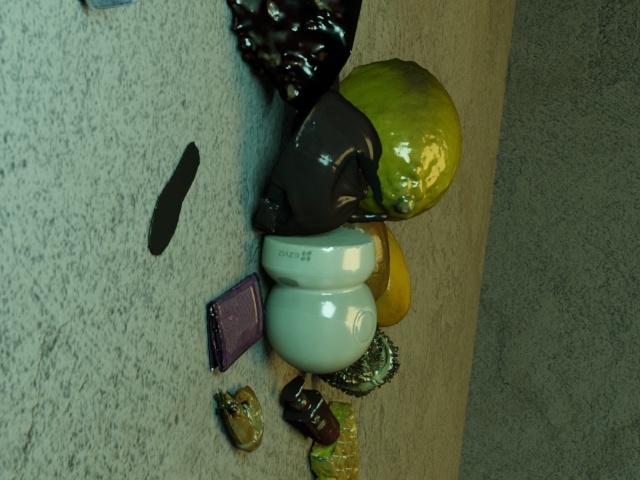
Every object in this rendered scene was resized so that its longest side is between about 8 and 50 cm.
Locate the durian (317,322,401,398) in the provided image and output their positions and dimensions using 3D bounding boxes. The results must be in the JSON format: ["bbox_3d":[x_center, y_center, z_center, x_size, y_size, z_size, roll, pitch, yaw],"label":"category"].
[{"bbox_3d":[0.058,0.195,1.917,0.196,0.167,0.196,-17,90,-88],"label":"durian"}]

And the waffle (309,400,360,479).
[{"bbox_3d":[0.035,0.454,2.038,0.160,0.055,0.210,-63,151,-51],"label":"waffle"}]

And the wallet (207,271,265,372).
[{"bbox_3d":[-0.125,0.122,1.547,0.166,0.030,0.111,-39,130,-65],"label":"wallet"}]

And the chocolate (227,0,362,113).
[{"bbox_3d":[-0.066,-0.334,1.536,0.177,0.206,0.224,25,61,-23],"label":"chocolate"}]

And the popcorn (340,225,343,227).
[{"bbox_3d":[0.000,0.000,1.852,0.084,0.084,0.084,3,90,-71],"label":"popcorn"}]

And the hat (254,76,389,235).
[{"bbox_3d":[0.041,-0.140,1.651,0.238,0.209,0.336,111,-2,-59],"label":"hat"}]

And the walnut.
[{"bbox_3d":[0.070,0.030,1.968,0.137,0.137,0.245,-32,119,-67],"label":"walnut"}]

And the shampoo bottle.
[{"bbox_3d":[-0.019,0.309,1.835,0.236,0.067,0.068,58,48,-60],"label":"shampoo bottle"}]

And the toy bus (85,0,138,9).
[{"bbox_3d":[-0.210,-0.337,1.157,0.064,0.075,0.190,75,25,-45],"label":"toy bus"}]

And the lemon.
[{"bbox_3d":[0.129,-0.178,1.868,0.285,0.286,0.316,39,52,-67],"label":"lemon"}]

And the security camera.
[{"bbox_3d":[-0.003,0.104,1.663,0.194,0.195,0.236,-26,117,-69],"label":"security camera"}]

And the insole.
[{"bbox_3d":[-0.194,-0.059,1.356,0.064,0.004,0.188,72,28,-47],"label":"insole"}]

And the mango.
[{"bbox_3d":[0.117,0.063,2.136,0.176,0.119,0.316,-61,139,-48],"label":"mango"}]

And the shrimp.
[{"bbox_3d":[-0.119,0.266,1.574,0.180,0.041,0.099,62,35,-56],"label":"shrimp"}]
